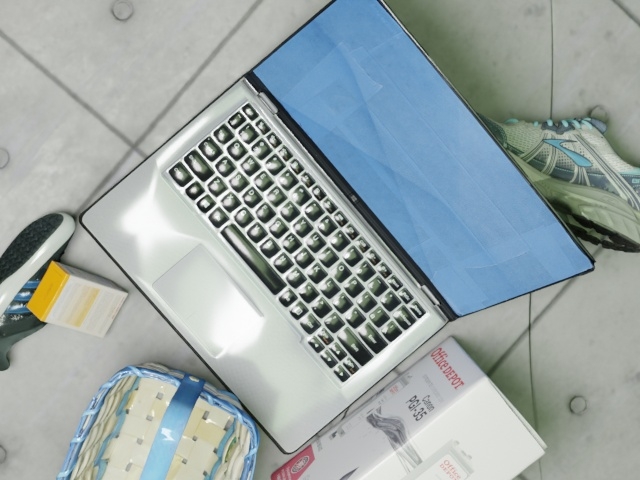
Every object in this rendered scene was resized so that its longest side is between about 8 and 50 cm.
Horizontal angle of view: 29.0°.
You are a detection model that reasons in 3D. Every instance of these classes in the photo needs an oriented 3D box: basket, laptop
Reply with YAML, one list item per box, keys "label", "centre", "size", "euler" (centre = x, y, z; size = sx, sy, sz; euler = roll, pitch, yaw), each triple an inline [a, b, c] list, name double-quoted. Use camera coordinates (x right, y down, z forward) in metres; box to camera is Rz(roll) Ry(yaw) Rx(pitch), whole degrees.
- label: "basket"
  centre: [-0.179, 0.257, 1.340]
  size: [0.201, 0.289, 0.255]
  euler: [24, 100, 1]
- label: "laptop"
  centre: [0.000, 0.000, 1.347]
  size: [0.408, 0.236, 0.382]
  euler: [-40, 98, 2]

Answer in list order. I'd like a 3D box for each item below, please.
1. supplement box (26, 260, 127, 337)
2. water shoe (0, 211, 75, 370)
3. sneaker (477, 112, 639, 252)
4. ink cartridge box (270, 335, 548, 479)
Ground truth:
- label: "supplement box"
  centre: [-0.276, 0.068, 1.409]
  size: [0.098, 0.036, 0.062]
  euler: [25, 97, -50]
- label: "water shoe"
  centre: [-0.339, 0.058, 1.426]
  size: [0.203, 0.073, 0.080]
  euler: [-50, 126, 2]
- label: "sneaker"
  centre: [0.266, -0.095, 1.436]
  size: [0.283, 0.110, 0.122]
  euler: [27, 77, -10]
- label: "ink cartridge box"
  centre: [0.092, 0.253, 1.402]
  size: [0.283, 0.207, 0.117]
  euler: [-39, 100, 1]
